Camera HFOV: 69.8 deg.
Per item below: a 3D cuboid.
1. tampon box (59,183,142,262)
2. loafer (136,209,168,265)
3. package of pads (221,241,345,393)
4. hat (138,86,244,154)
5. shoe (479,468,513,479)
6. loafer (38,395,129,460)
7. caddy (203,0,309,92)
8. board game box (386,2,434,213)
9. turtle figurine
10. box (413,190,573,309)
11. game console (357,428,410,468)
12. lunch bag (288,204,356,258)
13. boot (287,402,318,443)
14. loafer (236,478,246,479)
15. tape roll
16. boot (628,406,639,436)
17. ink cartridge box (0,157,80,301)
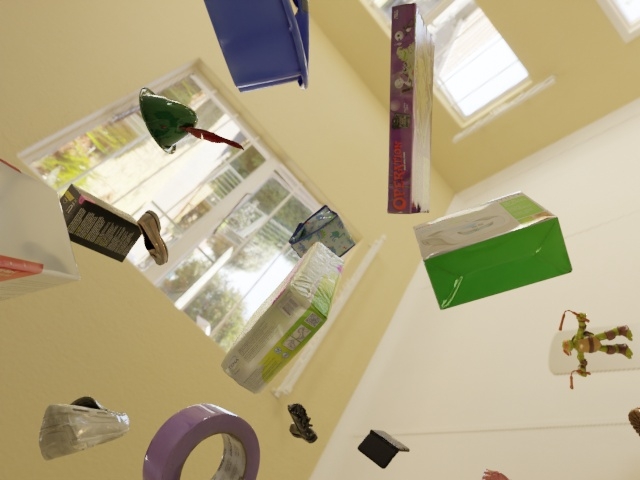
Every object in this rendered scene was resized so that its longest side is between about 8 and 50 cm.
[{"bbox_3d":[-0.526,-0.040,1.078,0.120,0.161,0.101,30,-95,41],"label":"tampon box"},{"bbox_3d":[-0.326,0.001,0.881,0.039,0.045,0.125,-48,148,-46],"label":"loafer"},{"bbox_3d":[-0.067,0.146,0.931,0.229,0.101,0.296,-50,-178,18],"label":"package of pads"},{"bbox_3d":[-0.331,-0.325,1.183,0.183,0.173,0.208,-15,166,5],"label":"hat"},{"bbox_3d":[0.343,0.479,0.835,0.081,0.063,0.178,-47,-172,-20],"label":"shoe"},{"bbox_3d":[-0.521,0.409,1.040,0.112,0.111,0.319,-13,164,-8],"label":"loafer"},{"bbox_3d":[-0.113,-0.430,0.821,0.179,0.341,0.241,-19,-165,-1],"label":"caddy"},{"bbox_3d":[0.173,-0.223,0.859,0.056,0.347,0.208,2,-176,18],"label":"board game box"},{"bbox_3d":[0.889,0.349,1.500,0.217,0.269,0.087,-6,-176,11],"label":"turtle figurine"},{"bbox_3d":[0.351,0.016,0.986,0.262,0.127,0.231,-19,-163,13],"label":"box"},{"bbox_3d":[0.200,0.660,1.450,0.122,0.107,0.071,18,-97,49],"label":"game console"},{"bbox_3d":[0.000,0.000,1.267,0.151,0.129,0.096,-40,-144,-7],"label":"lunch bag"},{"bbox_3d":[-0.061,0.478,1.218,0.045,0.099,0.121,-33,-165,-30],"label":"boot"},{"bbox_3d":[-0.117,0.414,0.744,0.056,0.148,0.050,-29,-120,44],"label":"loafer"},{"bbox_3d":[-0.205,0.392,0.804,0.080,0.189,0.189,-3,-142,48],"label":"tape roll"},{"bbox_3d":[0.601,0.319,0.768,0.084,0.158,0.059,-46,161,-32],"label":"boot"},{"bbox_3d":[-0.569,0.023,0.579,0.384,0.160,0.279,-17,174,-10],"label":"ink cartridge box"}]
